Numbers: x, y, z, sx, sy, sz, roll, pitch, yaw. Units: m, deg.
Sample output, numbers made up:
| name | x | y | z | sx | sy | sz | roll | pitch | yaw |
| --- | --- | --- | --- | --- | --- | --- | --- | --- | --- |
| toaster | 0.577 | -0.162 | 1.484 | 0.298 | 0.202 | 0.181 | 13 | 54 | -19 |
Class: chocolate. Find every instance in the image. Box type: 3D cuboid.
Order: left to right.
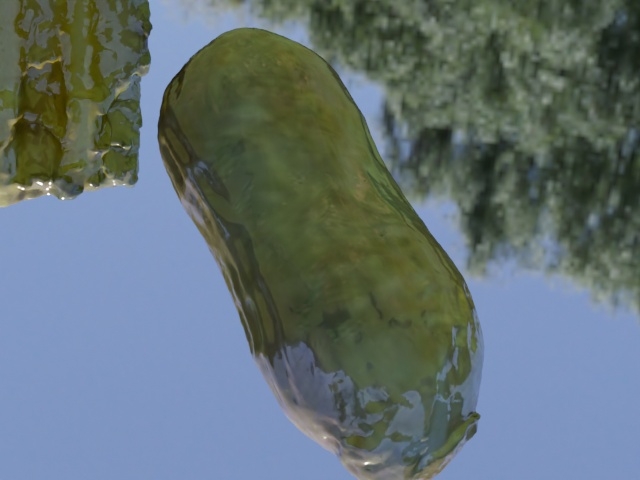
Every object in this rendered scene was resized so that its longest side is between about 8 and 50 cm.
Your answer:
| name | x | y | z | sx | sy | sz | roll | pitch | yaw |
| --- | --- | --- | --- | --- | --- | --- | --- | --- | --- |
| chocolate | 0.000 | 0.000 | 0.852 | 0.134 | 0.134 | 0.309 | -11 | -119 | -28 |

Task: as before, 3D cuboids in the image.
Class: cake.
| name | x | y | z | sx | sy | sz | roll | pitch | yaw |
| --- | --- | --- | --- | --- | --- | --- | --- | --- | --- |
| cake | -0.303 | -0.156 | 1.204 | 0.286 | 0.222 | 0.227 | -6 | -153 | -20 |
